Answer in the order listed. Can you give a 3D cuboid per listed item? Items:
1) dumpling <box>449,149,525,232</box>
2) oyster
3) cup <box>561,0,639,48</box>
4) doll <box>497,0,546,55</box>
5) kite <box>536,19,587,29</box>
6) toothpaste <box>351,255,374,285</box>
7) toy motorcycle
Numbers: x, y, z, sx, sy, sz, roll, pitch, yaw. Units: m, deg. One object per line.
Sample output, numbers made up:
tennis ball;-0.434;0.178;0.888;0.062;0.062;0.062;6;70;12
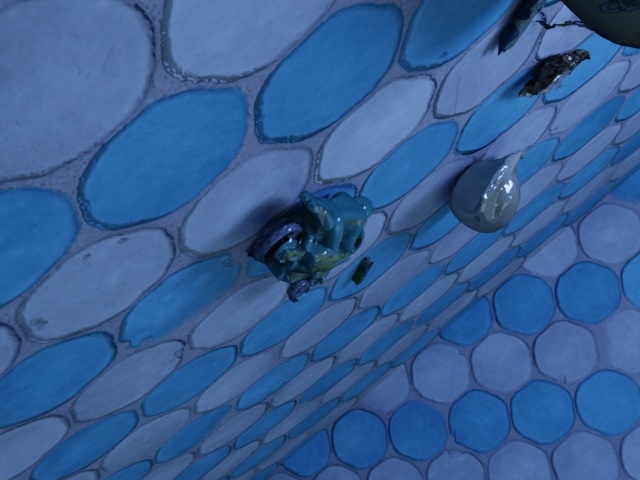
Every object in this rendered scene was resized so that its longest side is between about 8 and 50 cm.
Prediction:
dumpling;0.346;-0.105;1.615;0.179;0.131;0.252;-60;172;-4
oyster;0.416;-0.299;1.394;0.148;0.051;0.103;-26;175;-31
cup;0.370;-0.394;0.910;0.257;0.227;0.301;-1;110;-54
doll;0.295;-0.321;1.168;0.037;0.027;0.125;-33;161;-37
kite;0.483;-0.362;1.294;0.169;0.015;0.310;0;-169;41
toothpaste;0.089;0.064;1.676;0.017;0.020;0.083;-30;159;-34
toy motorcycle;-0.001;0.000;1.250;0.198;0.109;0.296;-43;162;7
